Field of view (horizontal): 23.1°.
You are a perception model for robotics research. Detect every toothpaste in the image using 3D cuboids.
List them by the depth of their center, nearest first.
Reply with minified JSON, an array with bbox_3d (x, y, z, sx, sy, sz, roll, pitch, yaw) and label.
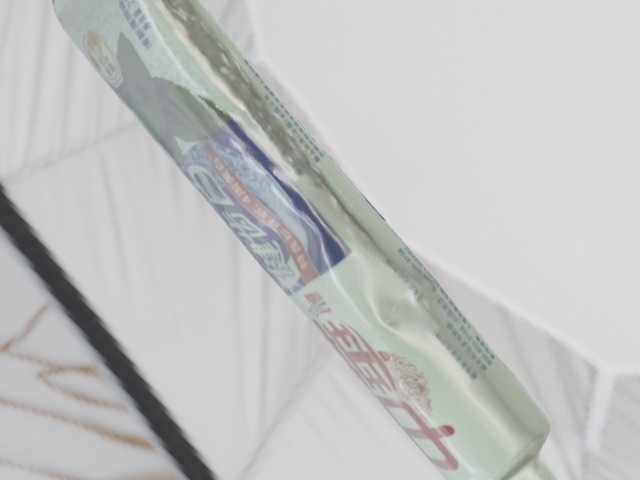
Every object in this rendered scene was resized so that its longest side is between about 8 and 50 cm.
[{"bbox_3d":[0.000,0.000,0.481,0.038,0.233,0.060,-44,5,-34],"label":"toothpaste"}]
